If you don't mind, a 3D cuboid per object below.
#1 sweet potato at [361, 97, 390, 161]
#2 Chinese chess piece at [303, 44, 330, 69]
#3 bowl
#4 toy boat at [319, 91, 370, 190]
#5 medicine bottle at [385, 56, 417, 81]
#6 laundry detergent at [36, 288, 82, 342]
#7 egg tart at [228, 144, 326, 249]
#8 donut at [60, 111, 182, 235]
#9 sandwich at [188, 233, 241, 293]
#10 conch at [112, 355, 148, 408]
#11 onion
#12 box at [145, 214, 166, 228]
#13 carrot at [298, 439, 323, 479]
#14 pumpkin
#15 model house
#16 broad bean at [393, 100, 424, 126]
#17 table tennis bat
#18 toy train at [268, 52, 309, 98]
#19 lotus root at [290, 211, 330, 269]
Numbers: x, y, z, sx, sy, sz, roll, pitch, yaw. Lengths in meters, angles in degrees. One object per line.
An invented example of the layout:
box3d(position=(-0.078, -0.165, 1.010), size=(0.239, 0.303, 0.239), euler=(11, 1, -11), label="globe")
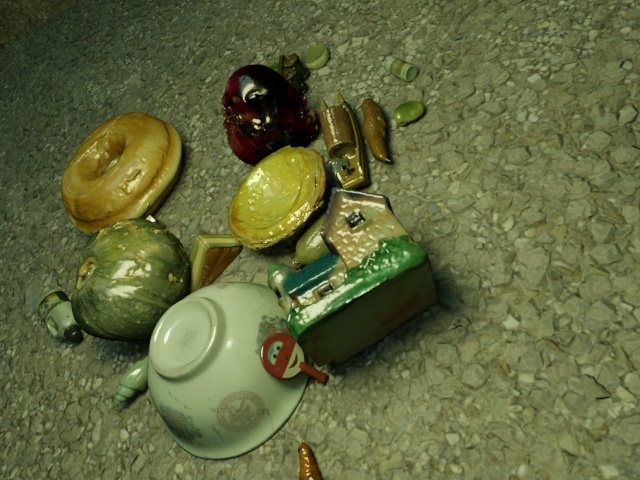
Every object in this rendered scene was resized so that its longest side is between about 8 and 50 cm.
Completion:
box3d(position=(0.142, -0.284, 1.451), size=(0.067, 0.067, 0.273), euler=(-23, 49, 17), label="sweet potato")
box3d(position=(-0.012, -0.567, 1.748), size=(0.084, 0.034, 0.084), euler=(-17, 53, 24), label="Chinese chess piece")
box3d(position=(-0.248, 0.246, 1.259), size=(0.435, 0.196, 0.434), euler=(-15, 54, 22), label="bowl")
box3d(position=(0.055, -0.261, 1.454), size=(0.089, 0.115, 0.310), euler=(-21, 53, 19), label="toy boat")
box3d(position=(0.220, -0.467, 1.533), size=(0.047, 0.047, 0.083), euler=(-47, 49, -3), label="medicine bottle")
box3d(position=(-0.761, 0.231, 1.664), size=(0.099, 0.070, 0.226), euler=(-46, 49, -14), label="laundry detergent")
box3d(position=(-0.097, -0.098, 1.434), size=(0.315, 0.120, 0.314), euler=(-21, 48, 26), label="egg tart")
box3d(position=(-0.630, -0.212, 1.787), size=(0.449, 0.198, 0.448), euler=(-14, 56, 21), label="donut")
box3d(position=(-0.288, 0.068, 1.516), size=(0.079, 0.114, 0.163), euler=(40, 120, 41), label="sandwich")
box3d(position=(-0.461, 0.348, 1.419), size=(0.065, 0.088, 0.180), euler=(40, 75, -2), label="conch")
box3d(position=(-0.159, -0.347, 1.541), size=(0.281, 0.281, 0.221), euler=(-30, 27, 11), label="onion")
box3d(position=(-0.548, 0.023, 1.641), size=(0.032, 0.122, 0.220), euler=(42, 86, 3), label="box")
box3d(position=(0.000, 0.486, 1.048), size=(0.059, 0.059, 0.247), euler=(-36, 45, 6), label="carrot")
box3d(position=(-0.481, 0.098, 1.451), size=(0.292, 0.257, 0.327), euler=(-8, 64, 46), label="pumpkin")
box3d(position=(0.041, 0.058, 1.170), size=(0.312, 0.245, 0.280), euler=(-32, 56, 1), label="model house")
box3d(position=(0.225, -0.328, 1.444), size=(0.083, 0.045, 0.063), euler=(-30, 51, 1), label="broad bean")
box3d(position=(-0.056, 0.255, 1.179), size=(0.019, 0.155, 0.098), euler=(-43, 19, 54), label="table tennis bat")
box3d(position=(-0.114, -0.467, 1.709), size=(0.137, 0.090, 0.225), euler=(-14, 55, 28), label="toy train")
box3d(position=(0.000, 0.000, 1.344), size=(0.183, 0.077, 0.090), euler=(-43, 48, -2), label="lotus root")
